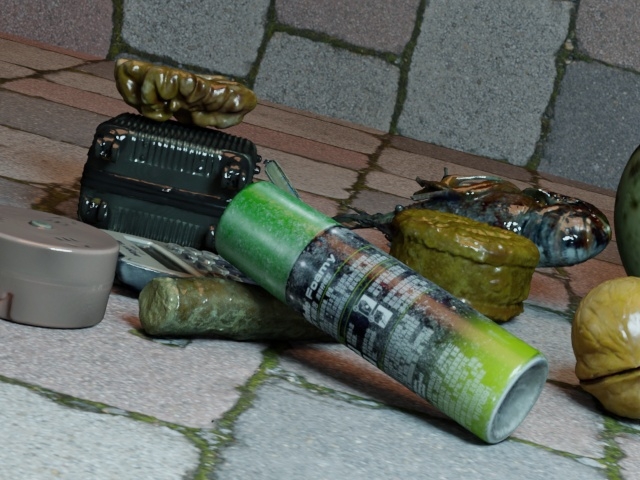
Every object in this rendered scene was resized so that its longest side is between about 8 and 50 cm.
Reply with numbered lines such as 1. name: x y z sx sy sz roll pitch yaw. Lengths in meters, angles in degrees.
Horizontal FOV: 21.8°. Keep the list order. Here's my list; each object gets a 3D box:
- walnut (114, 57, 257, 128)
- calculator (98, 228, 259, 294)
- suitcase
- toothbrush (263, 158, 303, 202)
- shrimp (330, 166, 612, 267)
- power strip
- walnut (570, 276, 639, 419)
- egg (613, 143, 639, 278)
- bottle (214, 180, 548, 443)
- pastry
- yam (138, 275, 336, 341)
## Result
1. walnut: -0.165 -0.172 1.980 0.170 0.069 0.143 12 6 -20
2. calculator: -0.117 0.036 1.727 0.268 0.040 0.177 9 12 -30
3. suitcase: -0.176 -0.068 1.945 0.202 0.128 0.312 13 8 -4
4. toothbrush: -0.004 -0.002 1.857 0.028 0.026 0.294 23 24 -45
5. shrimp: 0.195 0.000 2.142 0.372 0.172 0.137 6 28 32
6. power strip: -0.261 0.021 1.503 0.154 0.078 0.154 13 11 -2
7. walnut: 0.317 0.105 1.662 0.144 0.144 0.180 17 13 14
8. egg: 0.573 -0.008 2.063 0.428 0.345 0.345 23 13 28
9. bottle: 0.048 0.058 1.502 0.330 0.093 0.093 33 18 27
10. pastry: 0.163 0.027 1.978 0.188 0.103 0.189 14 10 -2
11. yam: -0.052 0.070 1.590 0.274 0.061 0.061 7 12 -41
